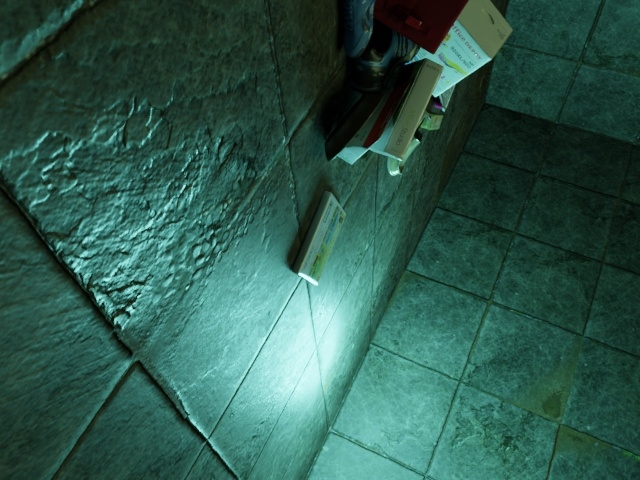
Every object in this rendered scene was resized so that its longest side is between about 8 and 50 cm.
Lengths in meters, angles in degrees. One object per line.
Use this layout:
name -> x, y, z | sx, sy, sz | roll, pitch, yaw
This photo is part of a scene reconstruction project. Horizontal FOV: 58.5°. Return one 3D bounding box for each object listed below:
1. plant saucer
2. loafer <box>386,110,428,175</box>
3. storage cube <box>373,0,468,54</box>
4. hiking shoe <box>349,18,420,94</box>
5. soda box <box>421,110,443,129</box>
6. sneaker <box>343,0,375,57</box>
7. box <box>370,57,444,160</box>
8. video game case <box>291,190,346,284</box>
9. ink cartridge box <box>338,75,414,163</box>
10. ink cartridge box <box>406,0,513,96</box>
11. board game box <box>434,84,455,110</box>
plant saucer -> 0.068, -0.267, 1.305 | 0.198, 0.036, 0.198 | -50, -170, 12
loafer -> 0.297, -0.338, 1.950 | 0.102, 0.092, 0.268 | -43, 149, -56
storage cube -> 0.231, -0.547, 1.214 | 0.193, 0.184, 0.215 | -56, -177, 38
hiking shoe -> 0.169, -0.479, 1.352 | 0.304, 0.113, 0.132 | -60, 162, -28
soda box -> 0.441, -0.481, 2.290 | 0.181, 0.058, 0.061 | -27, 135, -65
sneaker -> 0.069, -0.474, 1.157 | 0.082, 0.069, 0.209 | -16, 137, -35
box -> 0.195, -0.329, 1.445 | 0.322, 0.058, 0.232 | -120, -127, -76
video game case -> 0.000, 0.000, 1.544 | 0.206, 0.026, 0.227 | 44, 67, -72
ink cartridge box -> 0.125, -0.295, 1.375 | 0.181, 0.056, 0.225 | -62, -173, -12
ink cartridge box -> 0.382, -0.563, 1.625 | 0.168, 0.171, 0.233 | -53, -165, -30
board game box -> 0.519, -0.746, 2.236 | 0.390, 0.050, 0.390 | 13, 97, -73
